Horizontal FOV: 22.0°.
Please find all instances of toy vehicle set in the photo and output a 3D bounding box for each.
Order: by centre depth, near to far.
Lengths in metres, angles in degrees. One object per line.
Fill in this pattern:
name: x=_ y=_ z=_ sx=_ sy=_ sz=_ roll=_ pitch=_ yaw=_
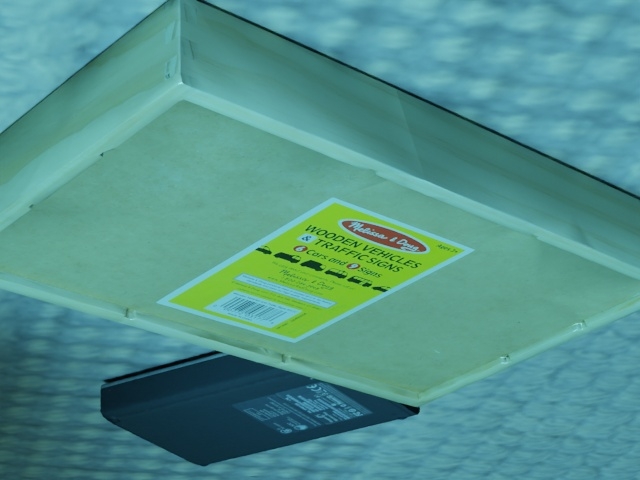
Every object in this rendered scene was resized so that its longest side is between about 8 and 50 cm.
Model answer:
toy vehicle set: x=0.000 y=0.000 z=0.666 sx=0.266 sy=0.035 sz=0.166 roll=20 pitch=145 yaw=-37

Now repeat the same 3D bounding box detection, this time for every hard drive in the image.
hard drive: x=-0.030 y=0.081 z=0.837 sx=0.135 sy=0.022 sz=0.094 roll=-17 pitch=150 yaw=24
